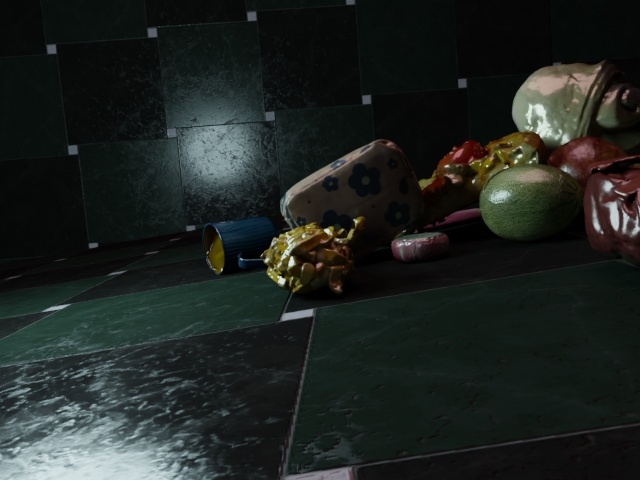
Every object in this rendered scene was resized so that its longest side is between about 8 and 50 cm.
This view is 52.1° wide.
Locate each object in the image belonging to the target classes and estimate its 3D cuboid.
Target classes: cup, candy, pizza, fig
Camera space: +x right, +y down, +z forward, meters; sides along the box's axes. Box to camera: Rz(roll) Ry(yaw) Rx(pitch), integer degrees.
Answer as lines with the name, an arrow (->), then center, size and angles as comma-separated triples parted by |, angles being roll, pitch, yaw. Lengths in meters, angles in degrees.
cup -> -0.171, 0.021, 1.464 | 0.138, 0.150, 0.113 | -12, -28, -31
candy -> 0.179, 0.012, 1.174 | 0.103, 0.043, 0.103 | -8, 4, 1
pizza -> 0.270, -0.119, 1.402 | 0.406, 0.130, 0.440 | -29, 1, 5
fig -> 0.491, -0.098, 1.198 | 0.175, 0.175, 0.207 | -7, 21, 25

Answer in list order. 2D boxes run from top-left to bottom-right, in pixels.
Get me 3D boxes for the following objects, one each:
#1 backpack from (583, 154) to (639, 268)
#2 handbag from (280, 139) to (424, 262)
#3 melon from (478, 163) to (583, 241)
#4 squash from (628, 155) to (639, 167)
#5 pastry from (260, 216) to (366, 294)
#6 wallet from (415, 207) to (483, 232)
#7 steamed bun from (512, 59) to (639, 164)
backpack -> 0.434, -0.039, 0.773 | 0.229, 0.138, 0.229 | -11, 7, 1
handbag -> 0.055, -0.070, 1.286 | 0.252, 0.190, 0.193 | -32, 12, -6
melon -> 0.361, -0.066, 1.155 | 0.192, 0.139, 0.139 | -6, 7, 44
squash -> 0.617, -0.122, 1.388 | 0.187, 0.123, 0.123 | -7, 6, -5
pastry -> -0.006, 0.026, 1.057 | 0.154, 0.102, 0.250 | -15, 5, -15
wallet -> 0.317, -0.052, 1.623 | 0.232, 0.025, 0.119 | -12, 6, -17
steamed bun -> 0.654, -0.274, 1.538 | 0.339, 0.352, 0.247 | -15, -20, -41
